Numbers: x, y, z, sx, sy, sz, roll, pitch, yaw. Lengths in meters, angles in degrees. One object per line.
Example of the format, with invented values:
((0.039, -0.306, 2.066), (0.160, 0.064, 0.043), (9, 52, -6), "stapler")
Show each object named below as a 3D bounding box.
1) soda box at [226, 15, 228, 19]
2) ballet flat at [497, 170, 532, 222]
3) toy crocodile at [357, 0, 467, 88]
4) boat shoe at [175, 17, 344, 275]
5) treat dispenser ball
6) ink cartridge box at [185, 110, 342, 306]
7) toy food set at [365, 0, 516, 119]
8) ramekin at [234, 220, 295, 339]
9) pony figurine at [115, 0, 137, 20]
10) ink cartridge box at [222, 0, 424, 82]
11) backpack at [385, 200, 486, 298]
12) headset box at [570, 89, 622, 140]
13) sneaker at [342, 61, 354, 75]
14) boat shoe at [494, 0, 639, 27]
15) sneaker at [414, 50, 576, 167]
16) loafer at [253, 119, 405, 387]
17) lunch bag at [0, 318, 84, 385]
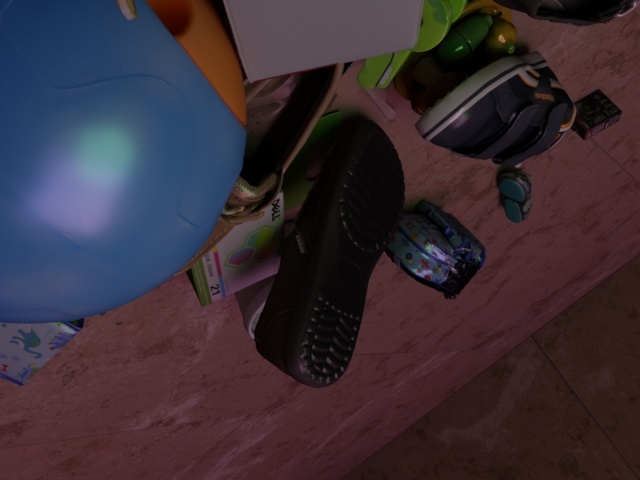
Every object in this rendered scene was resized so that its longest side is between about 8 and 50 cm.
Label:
((-0.045, -0.234, 0.612), (0.063, 0.058, 0.183), (-17, 150, -26), "soda box")
((0.389, -0.101, 1.281), (0.070, 0.070, 0.188), (-32, 154, 0), "ballet flat")
((0.124, -0.294, 0.644), (0.340, 0.105, 0.115), (-55, -179, 46), "toy crocodile")
((-0.096, -0.073, 0.619), (0.121, 0.110, 0.341), (12, 128, -34), "boat shoe")
((-0.194, -0.088, 0.449), (0.288, 0.288, 0.288), (-24, 152, -14), "treat dispenser ball")
((-0.068, -0.042, 0.861), (0.255, 0.097, 0.189), (-23, 151, -15), "ink cartridge box")
((0.172, -0.217, 0.845), (0.218, 0.071, 0.128), (-34, 152, 5), "toy food set")
((-0.044, 0.061, 1.040), (0.207, 0.109, 0.207), (-24, 151, -14), "ramekin")
((-0.219, -0.246, 0.184), (0.351, 0.303, 0.364), (-4, 121, -6), "pony figurine")
((-0.013, -0.224, 0.437), (0.128, 0.176, 0.127), (-13, 161, 0), "ink cartridge box")
((0.188, 0.006, 1.151), (0.173, 0.158, 0.117), (22, 114, -43), "backpack")
((0.480, -0.222, 1.160), (0.083, 0.062, 0.032), (-31, 152, -4), "headset box")
((-0.020, -0.174, 0.728), (0.051, 0.089, 0.170), (34, 154, -25), "sneaker")
((0.341, -0.316, 0.828), (0.335, 0.095, 0.112), (-11, 146, -35), "boat shoe")
((0.249, -0.163, 0.851), (0.321, 0.127, 0.126), (-29, 174, -46), "sneaker")
((0.000, 0.000, 0.833), (0.130, 0.366, 0.134), (-1, 147, 39), "loafer")
((-0.369, 0.077, 0.756), (0.151, 0.096, 0.129), (36, 112, -30), "lunch bag")
